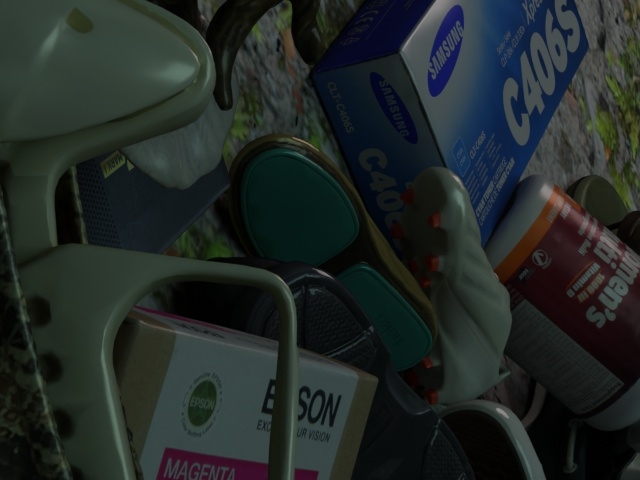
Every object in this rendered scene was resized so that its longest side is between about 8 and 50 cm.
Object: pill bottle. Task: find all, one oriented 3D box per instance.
[{"bbox_3d":[0.204,0.063,1.432,0.221,0.121,0.121,40,37,-5],"label":"pill bottle"}]

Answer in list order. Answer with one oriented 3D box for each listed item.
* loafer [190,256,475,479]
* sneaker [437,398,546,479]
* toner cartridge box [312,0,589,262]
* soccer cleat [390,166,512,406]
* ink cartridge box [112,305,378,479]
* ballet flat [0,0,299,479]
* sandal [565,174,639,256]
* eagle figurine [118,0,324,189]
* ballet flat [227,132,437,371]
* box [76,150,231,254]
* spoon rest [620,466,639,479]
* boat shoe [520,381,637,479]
[{"bbox_3d":[0.013,0.125,1.183,0.109,0.095,0.302,-40,125,-20],"label":"loafer"},{"bbox_3d":[0.125,0.234,1.350,0.123,0.105,0.290,-42,128,-61],"label":"sneaker"},{"bbox_3d":[0.110,-0.139,1.473,0.165,0.075,0.348,65,31,-22],"label":"toner cartridge box"},{"bbox_3d":[0.095,0.028,1.335,0.076,0.068,0.196,-20,127,-21],"label":"soccer cleat"},{"bbox_3d":[-0.082,0.134,0.940,0.234,0.088,0.193,19,87,-58],"label":"ink cartridge box"},{"bbox_3d":[-0.103,0.021,0.758,0.164,0.182,0.483,19,56,-81],"label":"ballet flat"},{"bbox_3d":[0.279,0.035,1.633,0.120,0.086,0.303,50,14,-25],"label":"sandal"},{"bbox_3d":[-0.102,-0.196,0.915,0.225,0.298,0.226,-46,148,-19],"label":"eagle figurine"},{"bbox_3d":[0.000,0.000,1.243,0.232,0.080,0.073,55,8,-41],"label":"ballet flat"},{"bbox_3d":[-0.138,-0.064,0.991,0.233,0.059,0.183,-47,126,-57],"label":"box"},{"bbox_3d":[0.274,0.307,1.608,0.137,0.084,0.276,57,34,-35],"label":"spoon rest"},{"bbox_3d":[0.216,0.153,1.545,0.114,0.091,0.302,67,30,-20],"label":"boat shoe"}]
